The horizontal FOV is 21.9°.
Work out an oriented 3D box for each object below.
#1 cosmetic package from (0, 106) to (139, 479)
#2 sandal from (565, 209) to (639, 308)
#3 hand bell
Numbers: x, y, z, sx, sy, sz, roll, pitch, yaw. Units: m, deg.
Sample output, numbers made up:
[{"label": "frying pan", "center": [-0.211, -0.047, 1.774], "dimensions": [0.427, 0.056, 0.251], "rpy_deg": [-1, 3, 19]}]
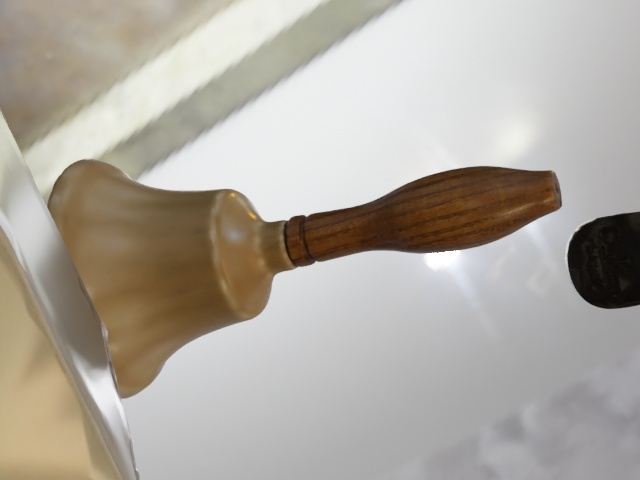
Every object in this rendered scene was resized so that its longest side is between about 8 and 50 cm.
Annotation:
[{"label": "cosmetic package", "center": [-0.220, 0.074, 0.506], "dimensions": [0.309, 0.113, 0.160], "rpy_deg": [-25, -158, -4]}, {"label": "sandal", "center": [0.314, -0.004, 1.257], "dimensions": [0.254, 0.097, 0.054], "rpy_deg": [-21, -178, 3]}, {"label": "hand bell", "center": [0.000, 0.000, 0.817], "dimensions": [0.242, 0.126, 0.126], "rpy_deg": [-10, -133, 20]}]
